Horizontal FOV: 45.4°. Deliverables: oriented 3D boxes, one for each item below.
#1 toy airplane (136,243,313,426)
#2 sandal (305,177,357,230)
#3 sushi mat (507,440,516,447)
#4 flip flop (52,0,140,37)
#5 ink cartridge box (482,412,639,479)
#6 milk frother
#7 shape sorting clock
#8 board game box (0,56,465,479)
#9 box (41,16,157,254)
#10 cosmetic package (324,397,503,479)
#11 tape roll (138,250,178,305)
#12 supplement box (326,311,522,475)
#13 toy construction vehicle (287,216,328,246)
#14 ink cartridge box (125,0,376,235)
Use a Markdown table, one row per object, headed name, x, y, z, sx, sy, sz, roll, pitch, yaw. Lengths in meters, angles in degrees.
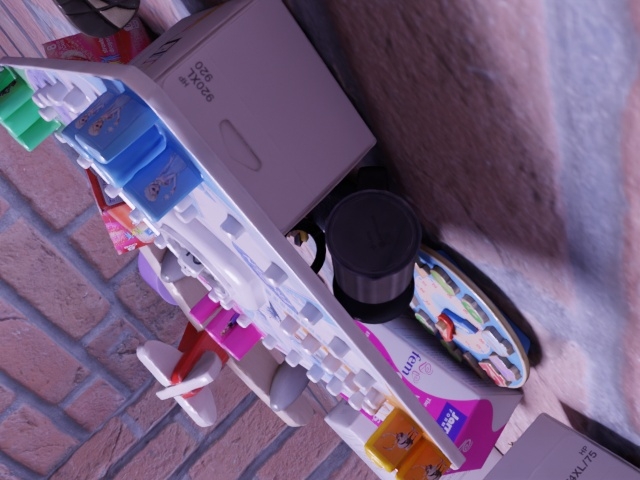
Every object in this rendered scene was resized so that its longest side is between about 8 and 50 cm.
| name | x | y | z | sx | sy | sz | roll | pitch | yaw |
| --- | --- | --- | --- | --- | --- | --- | --- | --- | --- |
| toy airplane | -0.163 | 0.149 | 1.422 | 0.386 | 0.272 | 0.384 | 31 | -147 | -56 |
| sandal | -0.017 | -0.054 | 0.899 | 0.254 | 0.054 | 0.097 | 12 | 152 | 50 |
| sushi mat | 0.359 | 0.328 | 0.929 | 0.151 | 0.019 | 0.316 | 49 | 165 | -9 |
| flip flop | -0.270 | -0.320 | 0.783 | 0.080 | 0.112 | 0.277 | 55 | 176 | 24 |
| ink cartridge box | 0.282 | 0.365 | 0.810 | 0.197 | 0.198 | 0.270 | 30 | 159 | 50 |
| milk frother | 0.015 | 0.009 | 0.719 | 0.135 | 0.143 | 0.129 | 80 | 173 | -66 |
| shape sorting clock | 0.140 | 0.079 | 0.820 | 0.206 | 0.040 | 0.206 | 42 | 165 | 14 |
| board game box | -0.104 | 0.018 | 0.639 | 0.390 | 0.050 | 0.390 | 51 | 164 | -31 |
| box | -0.237 | -0.131 | 0.947 | 0.123 | 0.128 | 0.257 | 99 | 148 | -64 |
| cosmetic package | 0.203 | 0.388 | 1.282 | 0.385 | 0.156 | 0.217 | 45 | 166 | -3 |
| tape roll | -0.288 | 0.039 | 1.641 | 0.080 | 0.189 | 0.189 | 34 | 162 | 38 |
| supplement box | 0.114 | 0.173 | 0.938 | 0.220 | 0.111 | 0.114 | 33 | -167 | 37 |
| toy construction vehicle | 0.000 | 0.000 | 0.858 | 0.085 | 0.035 | 0.098 | 28 | 162 | 14 |
| ink cartridge box | -0.100 | -0.106 | 0.722 | 0.171 | 0.168 | 0.232 | 51 | 165 | -24 |
